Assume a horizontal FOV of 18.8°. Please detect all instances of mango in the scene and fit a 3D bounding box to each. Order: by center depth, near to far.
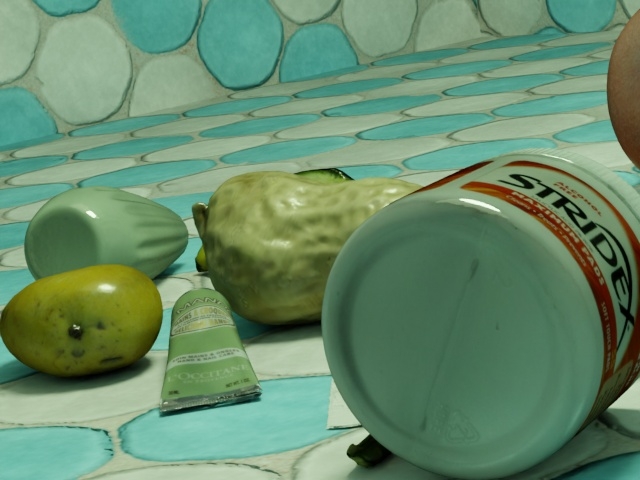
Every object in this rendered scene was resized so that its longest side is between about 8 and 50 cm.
[{"bbox_3d":[-0.225,0.075,1.791,0.137,0.098,0.195,-17,6,-28],"label":"mango"}]

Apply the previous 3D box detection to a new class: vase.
[{"bbox_3d":[-0.225,0.002,2.129,0.128,0.128,0.248,-4,2,21],"label":"vase"}]

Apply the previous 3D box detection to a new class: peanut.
[{"bbox_3d":[-0.004,0.015,1.826,0.291,0.143,0.159,5,50,35],"label":"peanut"}]

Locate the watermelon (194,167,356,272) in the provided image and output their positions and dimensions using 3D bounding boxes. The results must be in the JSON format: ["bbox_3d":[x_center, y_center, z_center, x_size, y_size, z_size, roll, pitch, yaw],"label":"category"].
[{"bbox_3d":[0.000,0.000,2.088,0.301,0.123,0.129,3,47,45],"label":"watermelon"}]

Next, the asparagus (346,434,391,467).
[{"bbox_3d":[0.042,0.144,1.391,0.025,0.021,0.108,-8,10,26],"label":"asparagus"}]

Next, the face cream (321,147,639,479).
[{"bbox_3d":[0.126,0.047,1.346,0.201,0.201,0.187,-3,12,30],"label":"face cream"}]

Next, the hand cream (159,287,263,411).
[{"bbox_3d":[-0.100,0.097,1.696,0.086,0.055,0.235,-12,18,-2],"label":"hand cream"}]

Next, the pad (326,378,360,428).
[{"bbox_3d":[0.084,0.112,1.578,0.156,0.004,0.232,-8,10,4],"label":"pad"}]

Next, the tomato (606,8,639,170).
[{"bbox_3d":[0.444,-0.170,2.154,0.256,0.255,0.224,0,-2,39],"label":"tomato"}]
